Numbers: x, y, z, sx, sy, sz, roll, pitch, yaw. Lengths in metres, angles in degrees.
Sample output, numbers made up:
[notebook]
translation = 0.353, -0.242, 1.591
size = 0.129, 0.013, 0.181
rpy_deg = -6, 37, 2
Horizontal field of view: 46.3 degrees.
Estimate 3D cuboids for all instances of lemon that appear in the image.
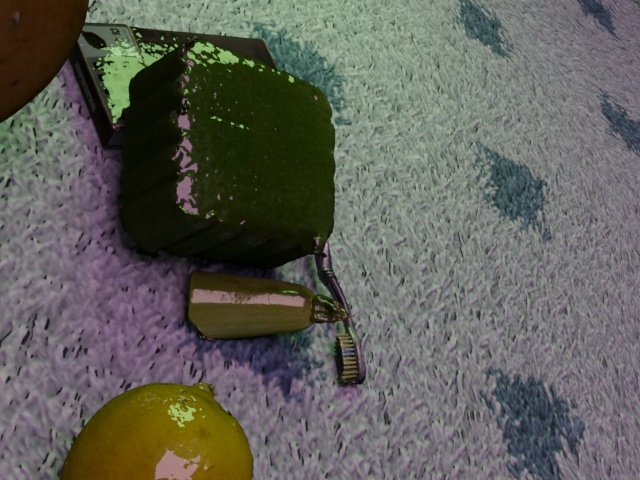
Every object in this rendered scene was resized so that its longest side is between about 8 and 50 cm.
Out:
[lemon]
translation = -0.152, 0.227, 0.694
size = 0.173, 0.173, 0.206
rpy_deg = 35, 41, -13

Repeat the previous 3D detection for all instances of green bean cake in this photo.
[green bean cake]
translation = -0.112, -0.098, 0.942
size = 0.250, 0.156, 0.247
rpy_deg = 12, 69, -41

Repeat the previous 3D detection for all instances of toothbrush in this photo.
[toothbrush]
translation = 0.000, 0.000, 1.047
size = 0.042, 0.035, 0.413
rpy_deg = 0, 66, -34

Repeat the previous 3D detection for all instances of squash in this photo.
[squash]
translation = -0.065, 0.086, 0.936
size = 0.200, 0.075, 0.090
rpy_deg = 7, 34, -9

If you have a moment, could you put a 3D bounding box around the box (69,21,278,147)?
[box]
translation = -0.185, -0.221, 1.079
size = 0.325, 0.047, 0.180
rpy_deg = -8, 65, -42

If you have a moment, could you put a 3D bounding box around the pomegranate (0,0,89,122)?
[pomegranate]
translation = -0.417, -0.290, 0.705
size = 0.416, 0.416, 0.417
rpy_deg = 20, 50, -26
